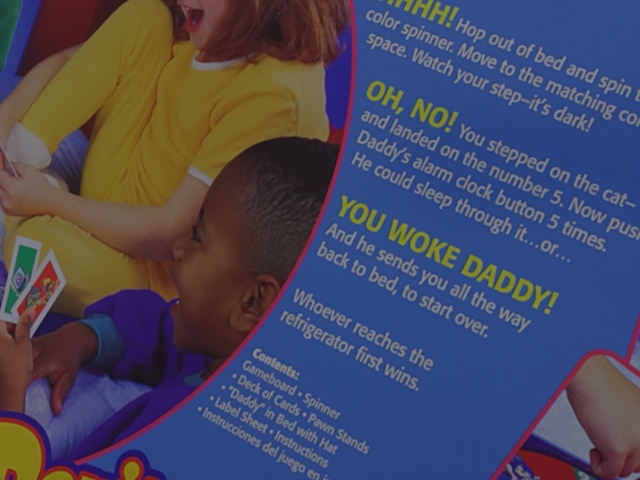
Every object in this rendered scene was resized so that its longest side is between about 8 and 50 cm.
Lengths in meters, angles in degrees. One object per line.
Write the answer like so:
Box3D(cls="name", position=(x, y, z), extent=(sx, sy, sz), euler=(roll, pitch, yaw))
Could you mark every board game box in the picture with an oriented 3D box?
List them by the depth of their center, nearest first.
Box3D(cls="board game box", position=(0.000, 0.000, 0.399), extent=(0.347, 0.078, 0.233), euler=(27, -91, 28))
